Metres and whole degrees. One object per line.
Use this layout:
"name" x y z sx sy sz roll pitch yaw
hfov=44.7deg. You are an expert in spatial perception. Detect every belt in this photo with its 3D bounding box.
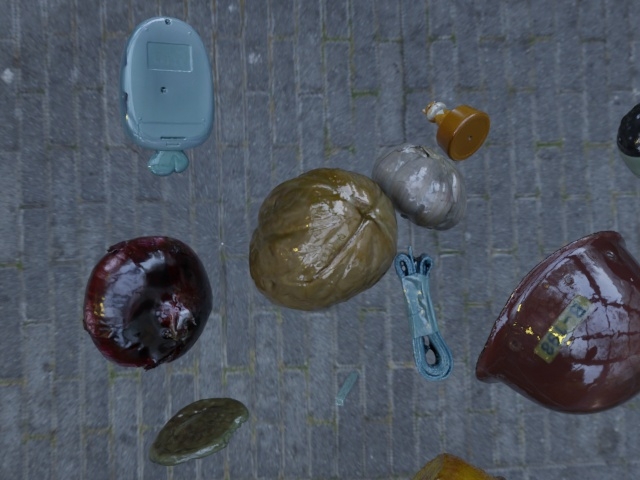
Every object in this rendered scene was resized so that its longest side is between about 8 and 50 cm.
"belt" 0.228 0.157 1.708 0.087 0.072 0.302 -12 92 10

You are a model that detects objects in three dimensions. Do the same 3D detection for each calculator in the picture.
"calculator" -0.288 -0.271 1.471 0.185 0.041 0.299 -2 94 -30

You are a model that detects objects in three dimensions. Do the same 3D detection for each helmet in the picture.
"helmet" 0.489 0.193 1.413 0.385 0.337 0.230 -53 53 12

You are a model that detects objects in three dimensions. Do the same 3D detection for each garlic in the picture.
"garlic" 0.215 -0.122 1.665 0.228 0.228 0.152 32 104 -6

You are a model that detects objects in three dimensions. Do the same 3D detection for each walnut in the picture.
"walnut" -0.002 -0.002 1.518 0.252 0.313 0.277 15 66 -32

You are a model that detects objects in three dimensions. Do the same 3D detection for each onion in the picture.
"onion" -0.368 0.138 1.707 0.314 0.232 0.314 -10 105 -40

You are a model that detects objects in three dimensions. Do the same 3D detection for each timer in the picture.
"timer" 0.303 -0.281 1.842 0.132 0.132 0.152 -41 56 -6

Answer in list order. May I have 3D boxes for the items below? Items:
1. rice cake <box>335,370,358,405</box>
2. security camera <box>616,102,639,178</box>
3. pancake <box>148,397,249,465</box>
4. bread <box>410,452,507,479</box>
"rice cake" 0.063 0.351 1.852 0.022 0.121 0.022 18 121 13
"security camera" 0.686 -0.179 1.434 0.191 0.277 0.197 31 81 -32
"pancake" -0.265 0.407 1.684 0.236 0.222 0.042 -32 115 -39
"bread" 0.185 0.477 1.218 0.172 0.312 0.312 37 85 3
